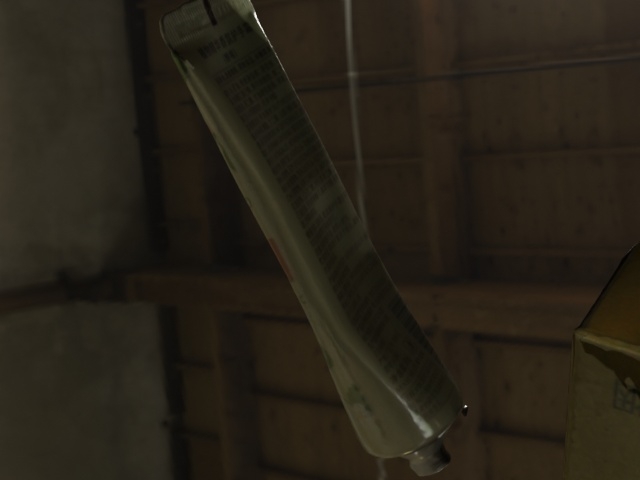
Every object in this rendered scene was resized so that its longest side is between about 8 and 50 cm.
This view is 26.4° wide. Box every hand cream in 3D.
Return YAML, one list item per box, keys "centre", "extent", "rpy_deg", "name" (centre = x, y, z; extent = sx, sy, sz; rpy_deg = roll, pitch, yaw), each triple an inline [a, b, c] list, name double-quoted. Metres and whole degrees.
- centre: [0.000, 0.000, 0.419]
  extent: [0.037, 0.057, 0.165]
  rpy_deg: [-22, -78, 28]
  name: "hand cream"

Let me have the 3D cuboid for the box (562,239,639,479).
- centre: [0.161, 0.128, 0.461]
  extent: [0.159, 0.071, 0.240]
  rpy_deg: [14, -53, 25]
  name: "box"
